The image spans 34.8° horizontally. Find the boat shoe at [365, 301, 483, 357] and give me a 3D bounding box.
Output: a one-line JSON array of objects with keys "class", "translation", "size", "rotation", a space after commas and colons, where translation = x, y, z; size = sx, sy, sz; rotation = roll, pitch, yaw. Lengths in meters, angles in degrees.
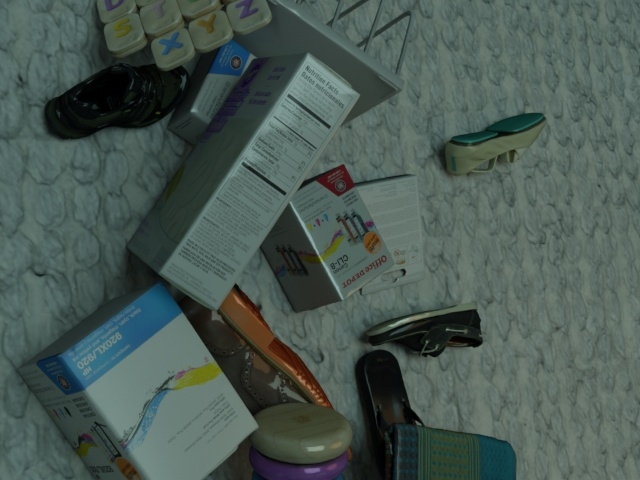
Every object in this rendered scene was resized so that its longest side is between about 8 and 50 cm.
[{"class": "boat shoe", "translation": [0.175, 0.151, 1.657], "size": [0.233, 0.084, 0.079], "rotation": [-4, 80, -38]}]

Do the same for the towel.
[{"class": "towel", "translation": [0.203, 0.428, 1.566], "size": [0.370, 0.040, 0.272], "rotation": [21, 66, -50]}]

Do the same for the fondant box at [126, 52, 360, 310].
[{"class": "fondant box", "translation": [-0.111, -0.087, 1.358], "size": [0.096, 0.238, 0.330], "rotation": [37, 84, -21]}]

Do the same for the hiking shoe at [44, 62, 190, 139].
[{"class": "hiking shoe", "translation": [-0.263, -0.202, 1.423], "size": [0.227, 0.114, 0.086], "rotation": [-28, 95, -36]}]

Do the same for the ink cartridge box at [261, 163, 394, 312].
[{"class": "ink cartridge box", "translation": [0.000, 0.000, 1.546], "size": [0.128, 0.127, 0.176], "rotation": [-33, 99, -36]}]

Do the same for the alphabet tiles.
[{"class": "alphabet tiles", "translation": [-0.177, -0.355, 1.433], "size": [0.021, 0.284, 0.278], "rotation": [61, 6, -48]}]

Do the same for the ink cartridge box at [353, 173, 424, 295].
[{"class": "ink cartridge box", "translation": [0.104, -0.012, 1.687], "size": [0.145, 0.045, 0.179], "rotation": [-12, 104, -37]}]

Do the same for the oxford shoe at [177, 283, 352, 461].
[{"class": "oxford shoe", "translation": [-0.086, 0.207, 1.465], "size": [0.132, 0.130, 0.364], "rotation": [-38, 111, -2]}]

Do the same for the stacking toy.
[{"class": "stacking toy", "translation": [-0.033, 0.395, 1.387], "size": [0.141, 0.141, 0.330], "rotation": [-8, 108, -36]}]

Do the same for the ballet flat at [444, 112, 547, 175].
[{"class": "ballet flat", "translation": [0.318, -0.170, 1.848], "size": [0.248, 0.086, 0.086], "rotation": [-19, 90, -35]}]

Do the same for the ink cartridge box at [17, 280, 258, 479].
[{"class": "ink cartridge box", "translation": [-0.233, 0.203, 1.309], "size": [0.168, 0.171, 0.233], "rotation": [-39, 101, -34]}]

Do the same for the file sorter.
[{"class": "file sorter", "translation": [-0.017, -0.334, 1.581], "size": [0.277, 0.193, 0.173], "rotation": [31, 60, -25]}]

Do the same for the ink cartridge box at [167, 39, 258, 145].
[{"class": "ink cartridge box", "translation": [-0.106, -0.185, 1.545], "size": [0.203, 0.086, 0.148], "rotation": [32, 63, -24]}]

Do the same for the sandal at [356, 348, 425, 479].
[{"class": "sandal", "translation": [0.122, 0.292, 1.584], "size": [0.097, 0.054, 0.255], "rotation": [-14, 80, -37]}]
